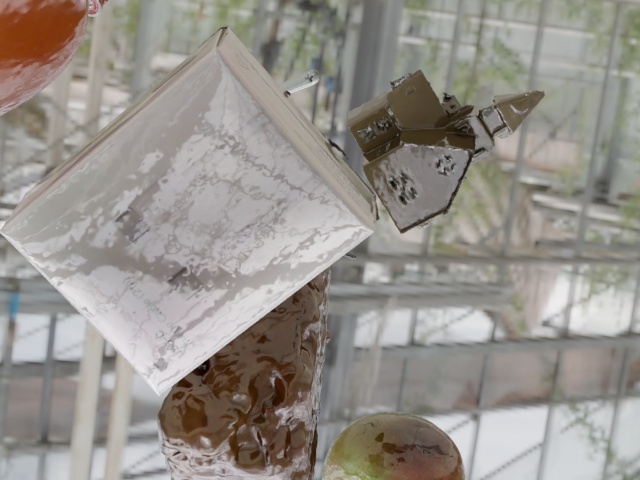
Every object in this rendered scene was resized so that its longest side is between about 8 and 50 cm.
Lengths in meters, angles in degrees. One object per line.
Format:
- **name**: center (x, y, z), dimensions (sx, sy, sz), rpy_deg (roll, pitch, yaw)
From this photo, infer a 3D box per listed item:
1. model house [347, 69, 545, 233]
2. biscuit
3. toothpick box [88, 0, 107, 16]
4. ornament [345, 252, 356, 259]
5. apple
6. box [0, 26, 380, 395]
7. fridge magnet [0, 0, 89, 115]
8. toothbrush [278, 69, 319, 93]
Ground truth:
- **model house**: center (0.178, -0.156, 1.727), dimensions (0.248, 0.176, 0.181), rpy_deg (-28, -164, 15)
- **biscuit**: center (-0.074, 0.135, 1.510), dimensions (0.166, 0.395, 0.342), rpy_deg (6, 147, 1)
- **toothpick box**: center (-0.317, -0.364, 1.855), dimensions (0.047, 0.047, 0.083), rpy_deg (11, -130, 18)
- **ornament**: center (0.000, 0.000, 2.178), dimensions (0.125, 0.073, 0.028), rpy_deg (12, -133, 15)
- **apple**: center (0.108, 0.337, 1.909), dimensions (0.207, 0.173, 0.188), rpy_deg (2, -153, 42)
- **box**: center (-0.109, -0.025, 1.109), dimensions (0.203, 0.252, 0.106), rpy_deg (49, -165, -16)
- **fridge magnet**: center (-0.400, -0.209, 1.221), dimensions (0.364, 0.155, 0.363), rpy_deg (-15, 157, -7)
- **toothbrush**: center (-0.125, -0.223, 2.168), dimensions (0.304, 0.030, 0.030), rpy_deg (-20, 174, 29)
